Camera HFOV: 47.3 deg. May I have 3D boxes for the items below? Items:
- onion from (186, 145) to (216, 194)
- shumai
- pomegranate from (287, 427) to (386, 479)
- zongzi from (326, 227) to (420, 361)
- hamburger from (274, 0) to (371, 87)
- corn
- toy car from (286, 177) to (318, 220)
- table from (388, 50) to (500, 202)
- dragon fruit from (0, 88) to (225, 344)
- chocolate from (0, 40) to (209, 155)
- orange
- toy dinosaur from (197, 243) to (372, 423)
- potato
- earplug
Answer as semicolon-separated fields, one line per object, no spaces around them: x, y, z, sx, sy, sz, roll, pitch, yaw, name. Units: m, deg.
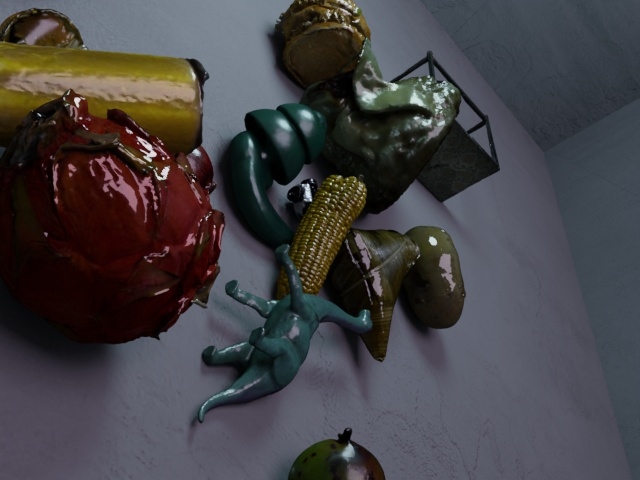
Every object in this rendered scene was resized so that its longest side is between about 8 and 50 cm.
-0.235;-0.107;1.227;0.131;0.131;0.131;37;36;-33;onion
0.117;-0.286;1.797;0.348;0.395;0.395;31;34;-5;shumai
0.034;0.414;1.140;0.156;0.156;0.220;12;57;-53;pomegranate
0.140;0.111;1.586;0.286;0.134;0.288;-3;66;-51;zongzi
0.008;-0.519;1.891;0.260;0.245;0.211;9;55;-5;hamburger
-0.004;-0.002;1.429;0.102;0.102;0.313;44;59;-26;corn
-0.007;-0.071;1.597;0.170;0.070;0.080;29;41;-45;toy car
0.356;-0.350;2.263;0.335;0.222;0.272;40;34;-32;table
-0.270;-0.012;0.929;0.342;0.277;0.277;43;32;-37;dragon fruit
-0.379;-0.201;0.981;0.445;0.162;0.162;0;62;-36;chocolate
-0.417;-0.261;1.096;0.160;0.170;0.112;8;15;-46;orange
-0.037;0.208;1.262;0.331;0.129;0.384;48;49;-36;toy dinosaur
0.274;0.086;1.790;0.165;0.165;0.262;7;59;-55;potato
-0.079;-0.157;1.476;0.257;0.280;0.164;43;-19;25;earplug
